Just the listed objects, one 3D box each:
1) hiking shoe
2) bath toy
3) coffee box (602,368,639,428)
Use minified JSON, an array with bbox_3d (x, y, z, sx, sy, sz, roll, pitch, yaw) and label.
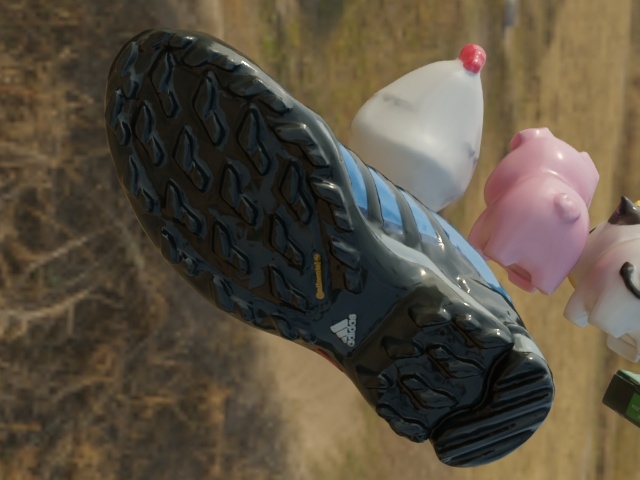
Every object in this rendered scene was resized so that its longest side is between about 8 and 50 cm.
[{"bbox_3d":[0.000,0.000,0.804,0.304,0.113,0.132,46,13,-11],"label":"hiking shoe"},{"bbox_3d":[0.179,-0.019,1.066,0.129,0.348,0.151,-58,-166,-3],"label":"bath toy"},{"bbox_3d":[0.366,0.175,1.356,0.184,0.113,0.040,15,103,-40],"label":"coffee box"}]
